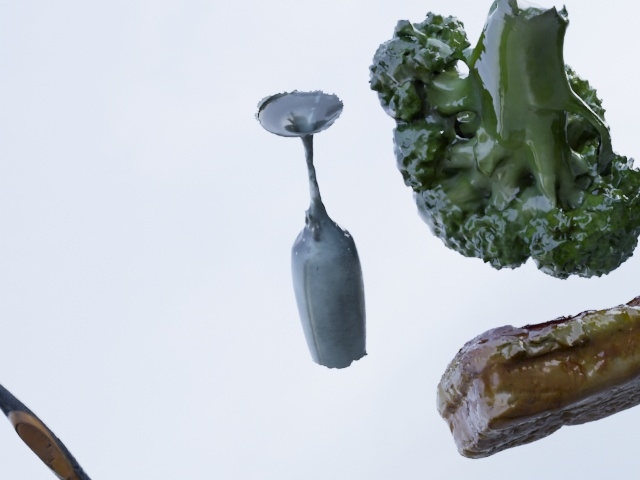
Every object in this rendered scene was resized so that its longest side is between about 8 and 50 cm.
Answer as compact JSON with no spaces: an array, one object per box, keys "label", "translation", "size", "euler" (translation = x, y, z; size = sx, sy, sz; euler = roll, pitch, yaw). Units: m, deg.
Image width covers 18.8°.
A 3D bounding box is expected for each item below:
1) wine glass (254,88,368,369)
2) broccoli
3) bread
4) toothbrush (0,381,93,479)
[{"label":"wine glass","translation":[0.000,0.000,1.610],"size":[0.074,0.074,0.262],"euler":[-29,-50,-26]},{"label":"broccoli","translation":[0.168,-0.121,1.708],"size":[0.186,0.254,0.302],"euler":[-30,-57,-33]},{"label":"bread","translation":[0.220,0.081,1.450],"size":[0.271,0.077,0.139],"euler":[-18,-19,-17]},{"label":"toothbrush","translation":[-0.194,0.144,1.356],"size":[0.023,0.031,0.321],"euler":[-27,-49,13]}]
